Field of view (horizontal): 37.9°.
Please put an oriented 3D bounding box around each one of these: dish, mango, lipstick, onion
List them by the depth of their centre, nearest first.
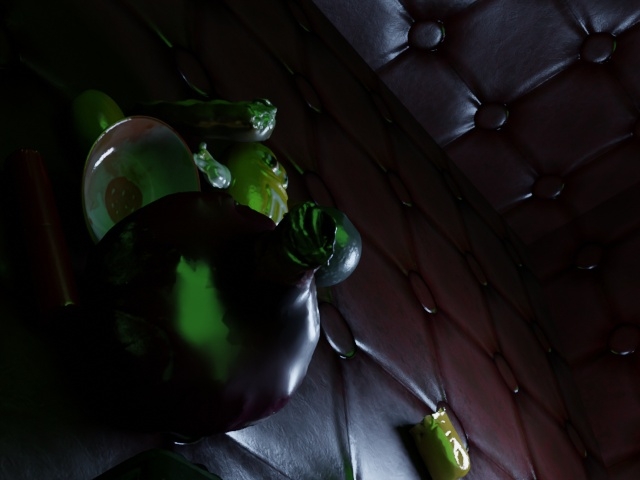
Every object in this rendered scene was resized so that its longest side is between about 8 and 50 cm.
[{"bbox_3d":[-0.413,-0.008,1.372,0.073,0.073,0.280,25,38,-54],"label":"lipstick"},{"bbox_3d":[-0.120,0.086,1.396,0.398,0.420,0.399,35,44,-42],"label":"onion"},{"bbox_3d":[-0.322,-0.078,1.568,0.260,0.085,0.260,-3,94,-52],"label":"dish"},{"bbox_3d":[-0.382,-0.173,1.645,0.195,0.091,0.130,66,19,-2],"label":"mango"}]

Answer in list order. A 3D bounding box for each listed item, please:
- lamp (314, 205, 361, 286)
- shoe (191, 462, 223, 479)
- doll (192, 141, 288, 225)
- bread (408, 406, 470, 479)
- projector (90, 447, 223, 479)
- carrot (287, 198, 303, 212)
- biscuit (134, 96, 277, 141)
[{"bbox_3d":[0.013,0.012,2.145,0.182,0.181,0.314,60,10,5],"label":"lamp"},{"bbox_3d":[-0.180,0.361,1.399,0.159,0.053,0.062,31,37,-54],"label":"shoe"},{"bbox_3d":[-0.150,-0.030,1.847,0.348,0.161,0.423,-5,80,-74],"label":"doll"},{"bbox_3d":[0.287,0.486,2.186,0.173,0.085,0.134,63,22,14],"label":"bread"},{"bbox_3d":[-0.129,0.499,1.060,0.395,0.242,0.405,41,26,-34],"label":"projector"},{"bbox_3d":[-0.096,-0.079,2.034,0.216,0.048,0.048,18,0,32],"label":"carrot"},{"bbox_3d":[-0.192,-0.252,1.888,0.335,0.329,0.078,-11,108,-51],"label":"biscuit"}]
